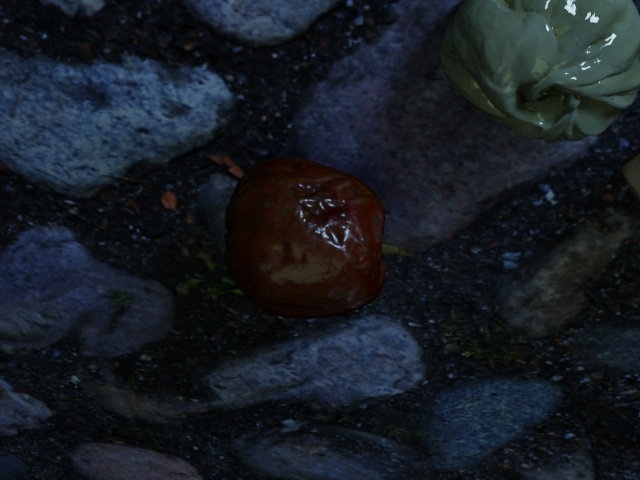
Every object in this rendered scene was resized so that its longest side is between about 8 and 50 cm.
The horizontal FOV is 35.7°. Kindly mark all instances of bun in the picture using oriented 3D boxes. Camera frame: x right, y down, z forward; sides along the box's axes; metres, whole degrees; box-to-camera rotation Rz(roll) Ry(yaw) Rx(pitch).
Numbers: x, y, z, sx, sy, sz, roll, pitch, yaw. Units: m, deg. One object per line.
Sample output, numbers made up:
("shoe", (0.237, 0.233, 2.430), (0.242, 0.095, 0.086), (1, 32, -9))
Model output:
("bun", (0.290, -0.231, 1.269), (0.259, 0.160, 0.259), (5, 131, 5))

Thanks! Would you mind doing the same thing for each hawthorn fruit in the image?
("hawthorn fruit", (-0.024, -0.001, 1.481), (0.262, 0.258, 0.258), (7, 138, 32))

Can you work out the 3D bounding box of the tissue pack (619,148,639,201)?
("tissue pack", (0.604, -0.107, 1.323), (0.238, 0.238, 0.305), (33, 129, -21))
